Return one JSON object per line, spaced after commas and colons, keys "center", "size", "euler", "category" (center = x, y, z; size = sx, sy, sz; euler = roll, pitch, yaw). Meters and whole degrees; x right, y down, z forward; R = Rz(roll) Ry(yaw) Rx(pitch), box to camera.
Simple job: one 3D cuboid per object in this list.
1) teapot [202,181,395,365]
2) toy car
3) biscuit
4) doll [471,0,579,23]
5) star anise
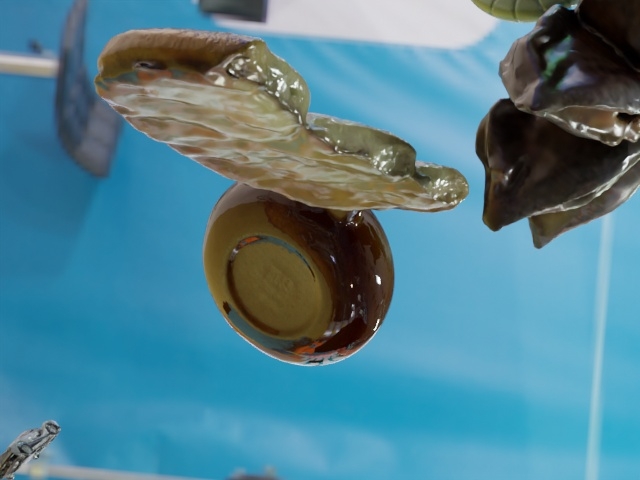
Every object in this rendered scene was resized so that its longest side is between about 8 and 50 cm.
{"center": [0.000, 0.000, 1.418], "size": [0.252, 0.178, 0.135], "euler": [-50, 176, 36], "category": "teapot"}
{"center": [-0.276, 0.194, 1.555], "size": [0.041, 0.025, 0.093], "euler": [-50, 175, 23], "category": "toy car"}
{"center": [-0.033, -0.076, 1.157], "size": [0.299, 0.154, 0.045], "euler": [29, 64, -48], "category": "biscuit"}
{"center": [0.248, -0.376, 1.806], "size": [0.216, 0.284, 0.268], "euler": [46, 1, -44], "category": "doll"}
{"center": [0.229, -0.125, 1.195], "size": [0.331, 0.117, 0.332], "euler": [-38, 155, -21], "category": "star anise"}
